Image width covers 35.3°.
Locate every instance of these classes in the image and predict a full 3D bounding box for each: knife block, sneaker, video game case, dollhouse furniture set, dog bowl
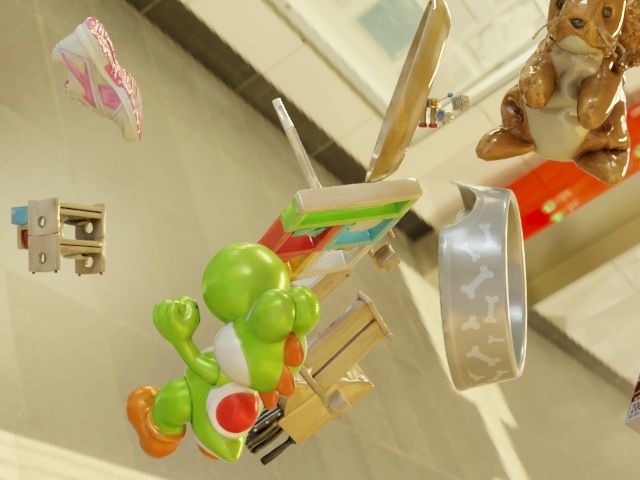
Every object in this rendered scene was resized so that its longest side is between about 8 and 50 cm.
[{"bbox_3d":[-0.043,0.386,2.226,0.275,0.242,0.088,2,28,-26],"label":"knife block"},{"bbox_3d":[-0.414,-0.287,1.878,0.103,0.111,0.252,-98,165,-60],"label":"sneaker"},{"bbox_3d":[-0.044,-0.185,2.091,0.173,0.022,0.190,-113,179,-61],"label":"video game case"},{"bbox_3d":[0.034,0.127,2.008,0.174,0.303,0.355,39,-15,44],"label":"dollhouse furniture set"},{"bbox_3d":[0.271,0.072,1.640,0.349,0.102,0.349,-3,90,-73],"label":"dog bowl"},{"bbox_3d":[-0.495,0.000,1.792,0.129,0.183,0.129,7,80,-61],"label":"dollhouse furniture set"}]

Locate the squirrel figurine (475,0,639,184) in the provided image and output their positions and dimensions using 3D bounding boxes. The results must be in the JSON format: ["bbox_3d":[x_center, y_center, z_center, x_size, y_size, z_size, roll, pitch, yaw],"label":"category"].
[{"bbox_3d":[0.498,-0.358,1.907,0.397,0.281,0.371,-46,144,-44],"label":"squirrel figurine"}]

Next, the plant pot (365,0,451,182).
[{"bbox_3d":[0.106,-0.174,1.179,0.032,0.236,0.236,19,22,-2],"label":"plant pot"}]

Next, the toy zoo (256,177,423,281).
[{"bbox_3d":[0.000,0.000,1.455,0.192,0.293,0.030,-8,67,-29],"label":"toy zoo"}]

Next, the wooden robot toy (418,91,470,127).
[{"bbox_3d":[0.220,-0.275,2.095,0.079,0.173,0.076,1,94,-50],"label":"wooden robot toy"}]

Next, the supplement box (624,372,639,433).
[{"bbox_3d":[0.487,0.138,1.305,0.073,0.130,0.239,30,60,-3],"label":"supplement box"}]

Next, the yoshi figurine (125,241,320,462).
[{"bbox_3d":[-0.120,0.134,1.301,0.203,0.362,0.203,38,42,-1],"label":"yoshi figurine"}]
